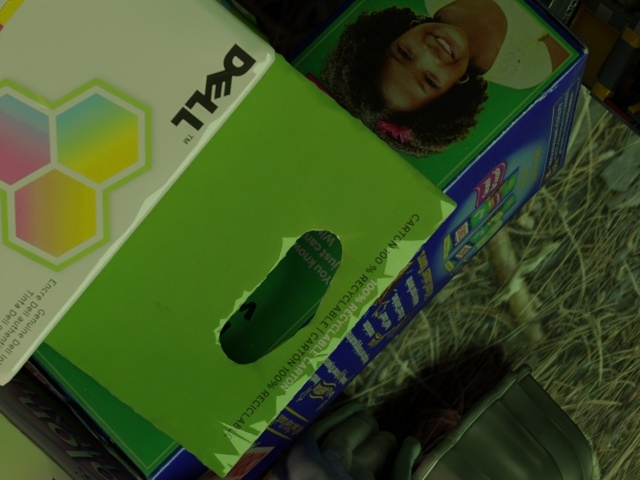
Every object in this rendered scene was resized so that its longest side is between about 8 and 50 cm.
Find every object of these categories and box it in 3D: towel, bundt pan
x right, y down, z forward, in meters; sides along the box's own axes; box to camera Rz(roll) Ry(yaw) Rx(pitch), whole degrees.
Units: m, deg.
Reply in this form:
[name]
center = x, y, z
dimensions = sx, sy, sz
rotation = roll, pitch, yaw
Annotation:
[towel]
center = -0.060, 0.268, 1.159
dimensions = 0.320, 0.090, 0.374
rotation = -50, 173, 5
[bundt pan]
center = 0.133, 0.279, 1.447
dimensions = 0.331, 0.124, 0.331
rotation = -46, 165, -16

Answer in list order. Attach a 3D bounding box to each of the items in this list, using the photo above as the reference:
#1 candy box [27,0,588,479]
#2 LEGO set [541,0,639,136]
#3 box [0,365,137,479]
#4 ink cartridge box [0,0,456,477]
[candy box]
center = 0.000, 0.000, 0.914
dimensions = 0.317, 0.122, 0.268
rotation = -46, 168, -4
[LEGO set]
center = 0.244, -0.170, 0.924
dimensions = 0.255, 0.331, 0.192
rotation = 9, 120, -34
[box]
center = -0.207, 0.187, 0.798
dimensions = 0.243, 0.213, 0.117
rotation = -48, 178, 2
[ink cartridge box]
center = -0.081, -0.019, 0.693
dimensions = 0.189, 0.255, 0.097
rotation = -50, -166, 6
